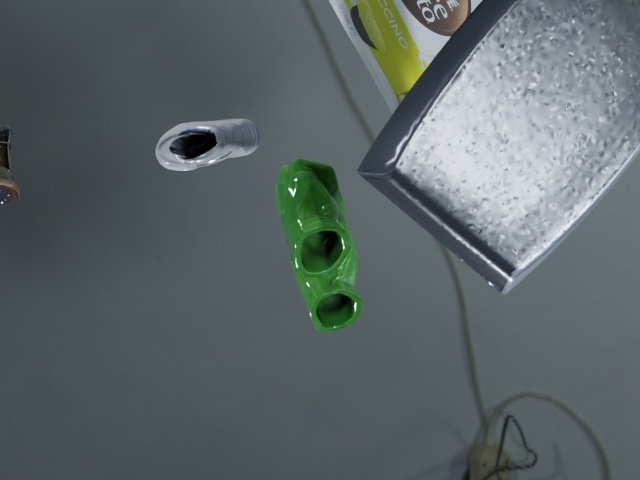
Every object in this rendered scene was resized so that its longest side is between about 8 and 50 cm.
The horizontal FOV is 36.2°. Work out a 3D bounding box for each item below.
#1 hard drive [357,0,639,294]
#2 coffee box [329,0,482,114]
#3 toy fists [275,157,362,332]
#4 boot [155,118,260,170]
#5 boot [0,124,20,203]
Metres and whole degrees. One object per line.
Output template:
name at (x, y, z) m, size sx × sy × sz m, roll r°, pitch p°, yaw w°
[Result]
hard drive at (0.168, -0.101, 0.742) m, size 0.172 × 0.054 × 0.254 m, roll 40°, pitch 89°, yaw -7°
coffee box at (0.245, -0.309, 1.150) m, size 0.338 × 0.334 × 0.337 m, roll -37°, pitch 108°, yaw -16°
toy fists at (0.000, 0.000, 1.334) m, size 0.096 × 0.142 × 0.279 m, roll -19°, pitch 145°, yaw -3°
boot at (-0.244, -0.180, 1.818) m, size 0.258 × 0.123 × 0.095 m, roll -9°, pitch 91°, yaw 38°
boot at (-0.385, -0.093, 1.099) m, size 0.219 × 0.082 × 0.106 m, roll -5°, pitch 83°, yaw 60°
